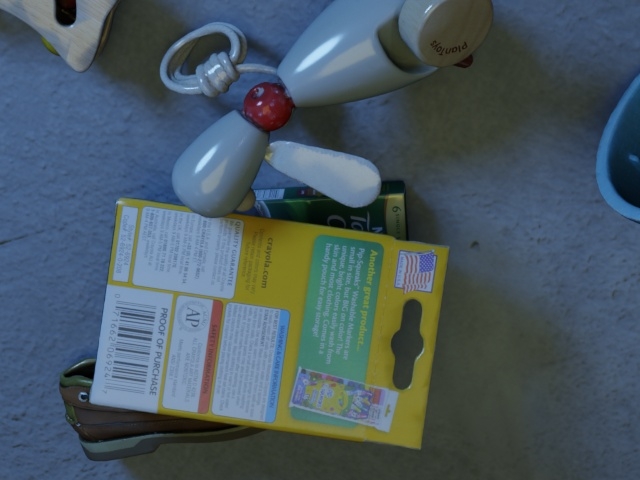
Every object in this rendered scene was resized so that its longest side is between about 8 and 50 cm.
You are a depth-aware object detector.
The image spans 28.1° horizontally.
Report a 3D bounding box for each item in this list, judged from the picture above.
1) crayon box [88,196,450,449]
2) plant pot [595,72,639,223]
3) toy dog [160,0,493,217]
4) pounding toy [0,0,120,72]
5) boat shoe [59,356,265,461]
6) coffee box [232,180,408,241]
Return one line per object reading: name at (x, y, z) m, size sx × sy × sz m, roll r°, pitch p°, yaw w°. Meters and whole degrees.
crayon box at (-0.049, 0.080, 1.257) m, size 0.322 × 0.083 × 0.203 m, roll 8°, pitch 91°, yaw 2°
plant pot at (0.483, -0.035, 1.150) m, size 0.341 × 0.341 × 0.334 m, roll -38°, pitch 114°, yaw 16°
toy dog at (0.023, -0.140, 1.205) m, size 0.333 × 0.220 × 0.161 m, roll -27°, pitch 140°, yaw 20°
pounding toy at (-0.307, -0.258, 1.172) m, size 0.269 × 0.155 × 0.154 m, roll 43°, pitch 103°, yaw -13°
boat shoe at (-0.131, 0.148, 1.349) m, size 0.307 × 0.111 × 0.104 m, roll -17°, pitch 111°, yaw 9°
coffee box at (0.000, 0.000, 1.321) m, size 0.184 × 0.040 × 0.113 m, roll -2°, pitch 111°, yaw 4°
